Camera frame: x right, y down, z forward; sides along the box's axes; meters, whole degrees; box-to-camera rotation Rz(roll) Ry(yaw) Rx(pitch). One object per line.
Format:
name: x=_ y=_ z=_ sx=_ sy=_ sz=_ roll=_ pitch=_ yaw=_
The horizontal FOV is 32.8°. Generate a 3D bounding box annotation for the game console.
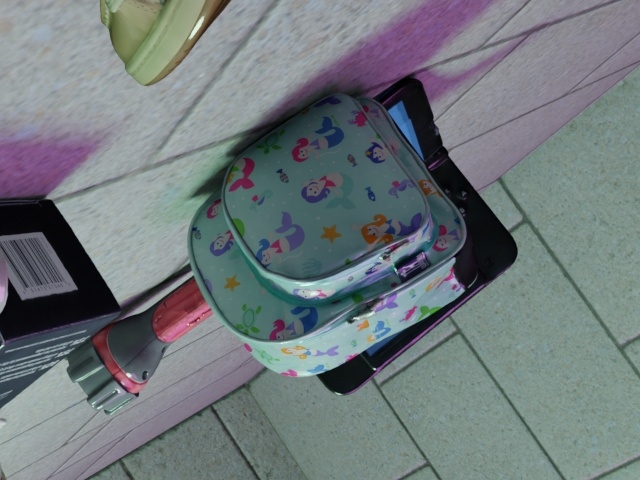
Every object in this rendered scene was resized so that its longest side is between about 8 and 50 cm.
game console: x=0.062 y=0.006 z=1.243 sx=0.293 sy=0.250 sz=0.173 roll=-38 pitch=180 yaw=-3

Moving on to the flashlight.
flashlight: x=-0.170 y=0.091 z=1.343 sx=0.304 sy=0.103 sz=0.103 roll=-35 pitch=151 yaw=2

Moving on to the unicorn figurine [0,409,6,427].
unicorn figurine: x=-0.381 y=0.184 z=1.170 sx=0.162 sy=0.060 sz=0.111 roll=-32 pitch=172 yaw=-21

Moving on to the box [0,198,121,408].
box: x=-0.273 y=0.073 z=0.766 sx=0.207 sy=0.108 sz=0.153 roll=-36 pitch=172 yaw=17

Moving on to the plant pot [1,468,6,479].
plant pot: x=-0.487 y=0.357 z=1.363 sx=0.180 sy=0.201 sz=0.201 roll=-57 pitch=162 yaw=27

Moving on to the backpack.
backpack: x=0.000 y=0.000 z=1.059 sx=0.253 sy=0.225 sz=0.191 roll=-33 pitch=150 yaw=4

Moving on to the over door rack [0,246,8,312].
over door rack: x=-0.320 y=0.087 z=0.525 sx=0.239 sy=0.108 sz=0.324 roll=-12 pitch=156 yaw=-42

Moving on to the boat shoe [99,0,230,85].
boat shoe: x=-0.053 y=-0.158 z=0.440 sx=0.104 sy=0.089 sz=0.285 roll=-60 pitch=-173 yaw=-27
